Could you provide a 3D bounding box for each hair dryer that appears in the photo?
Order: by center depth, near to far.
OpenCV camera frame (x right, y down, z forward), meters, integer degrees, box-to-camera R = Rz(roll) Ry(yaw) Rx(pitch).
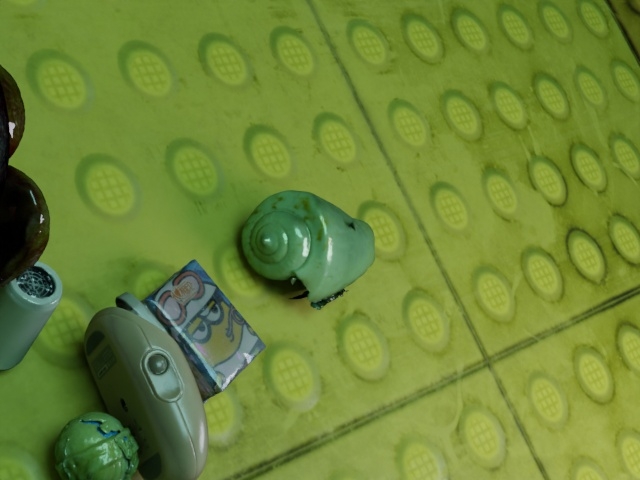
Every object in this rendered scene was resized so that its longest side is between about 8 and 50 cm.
[{"bbox_3d":[-0.380,0.017,1.500,0.073,0.131,0.236,-3,54,-42],"label":"hair dryer"}]

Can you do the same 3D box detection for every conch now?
[{"bbox_3d":[-0.006,0.017,1.874,0.250,0.137,0.143,32,16,-52],"label":"conch"}]

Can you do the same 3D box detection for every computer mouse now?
[{"bbox_3d":[-0.200,0.180,1.537,0.082,0.145,0.237,-19,75,-31],"label":"computer mouse"}]

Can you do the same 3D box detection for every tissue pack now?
[{"bbox_3d":[-0.159,0.118,1.680,0.155,0.065,0.115,53,40,-6],"label":"tissue pack"}]

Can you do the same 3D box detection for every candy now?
[{"bbox_3d":[-0.209,0.354,1.487,0.093,0.092,0.336,-16,83,-86],"label":"candy"}]

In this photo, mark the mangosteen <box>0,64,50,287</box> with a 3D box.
[{"bbox_3d":[-0.471,-0.086,1.312,0.435,0.382,0.382,46,30,-61],"label":"mangosteen"}]
